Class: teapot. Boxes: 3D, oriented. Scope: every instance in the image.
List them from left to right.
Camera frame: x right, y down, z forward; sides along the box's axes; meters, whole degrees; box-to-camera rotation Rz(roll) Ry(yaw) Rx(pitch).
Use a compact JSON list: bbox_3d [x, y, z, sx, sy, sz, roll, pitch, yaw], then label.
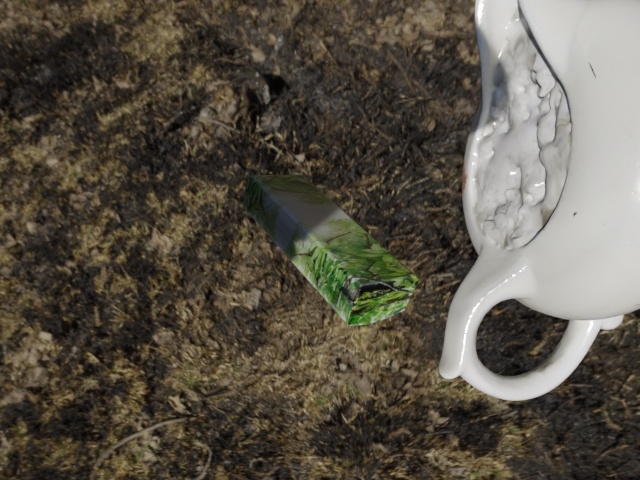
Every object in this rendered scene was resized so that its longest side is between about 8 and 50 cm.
[{"bbox_3d":[0.159,-0.040,0.357,0.140,0.204,0.297,3,90,-16],"label":"teapot"}]

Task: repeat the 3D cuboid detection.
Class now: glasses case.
[{"bbox_3d":[0.000,0.000,0.700,0.095,0.062,0.272,-5,35,-35],"label":"glasses case"}]
